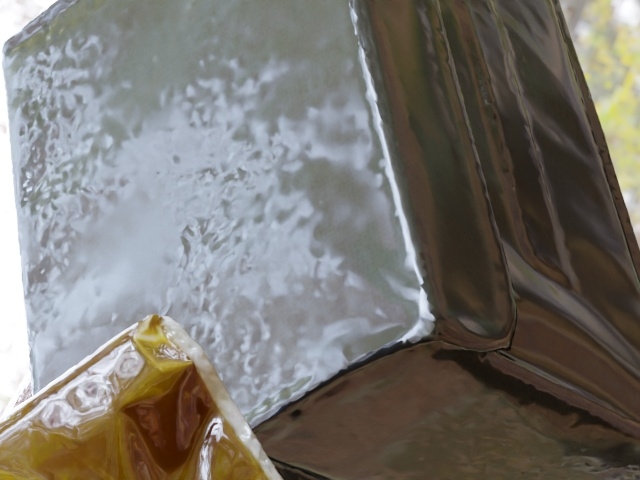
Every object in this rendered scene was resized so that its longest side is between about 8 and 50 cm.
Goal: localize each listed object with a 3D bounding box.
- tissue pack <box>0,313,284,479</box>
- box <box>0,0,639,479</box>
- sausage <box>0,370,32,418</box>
[{"bbox_3d":[-0.096,0.161,0.702,0.226,0.183,0.092,-36,-15,-7],"label":"tissue pack"},{"bbox_3d":[-0.001,0.000,0.968,0.251,0.345,0.204,-34,-43,28],"label":"box"},{"bbox_3d":[-0.176,0.143,1.272,0.094,0.097,0.348,15,-60,-28],"label":"sausage"}]
